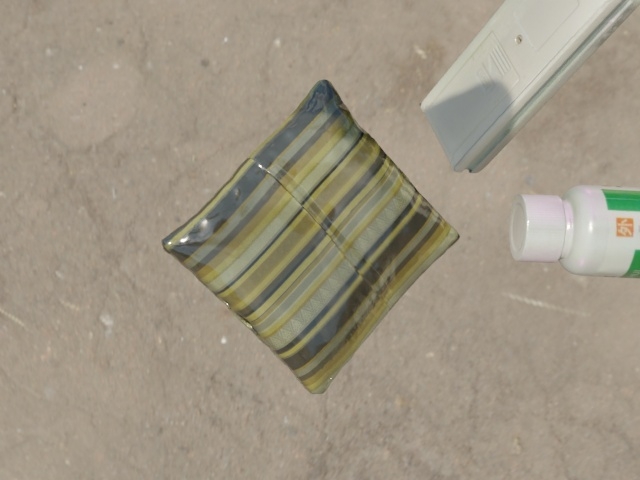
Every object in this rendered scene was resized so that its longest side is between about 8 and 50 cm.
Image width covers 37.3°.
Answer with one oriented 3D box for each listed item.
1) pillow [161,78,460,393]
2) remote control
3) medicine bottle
[{"bbox_3d":[0.000,0.000,0.848,0.208,0.052,0.212,-47,113,-10],"label":"pillow"},{"bbox_3d":[0.219,-0.198,1.027,0.055,0.277,0.103,0,55,-36],"label":"remote control"},{"bbox_3d":[0.323,-0.008,0.948,0.260,0.095,0.095,4,61,-5],"label":"medicine bottle"}]
